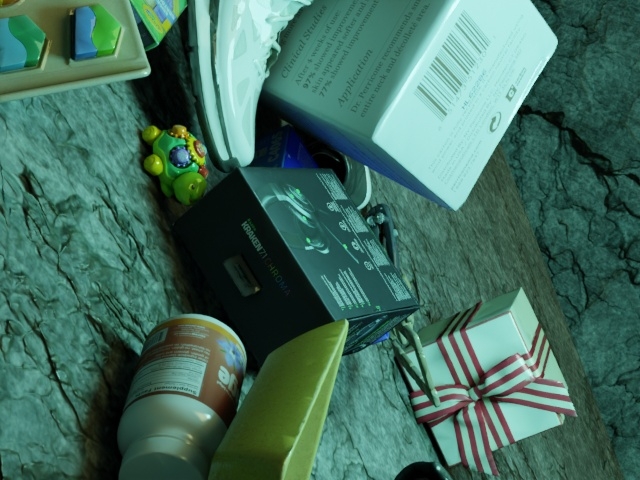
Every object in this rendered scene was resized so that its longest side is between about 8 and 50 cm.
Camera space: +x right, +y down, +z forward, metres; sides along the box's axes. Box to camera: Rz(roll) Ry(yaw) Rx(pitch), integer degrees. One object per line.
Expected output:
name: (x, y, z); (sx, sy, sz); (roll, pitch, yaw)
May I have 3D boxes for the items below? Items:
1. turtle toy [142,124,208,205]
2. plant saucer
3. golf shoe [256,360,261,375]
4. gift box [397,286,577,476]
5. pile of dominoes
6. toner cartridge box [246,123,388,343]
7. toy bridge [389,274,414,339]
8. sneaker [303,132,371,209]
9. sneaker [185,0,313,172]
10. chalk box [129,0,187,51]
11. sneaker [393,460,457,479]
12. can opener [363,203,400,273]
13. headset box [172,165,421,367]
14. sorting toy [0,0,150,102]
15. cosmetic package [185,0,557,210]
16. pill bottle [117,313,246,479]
turtle toy: (-0.183, -0.098, 1.724); (0.095, 0.066, 0.130); (43, 31, -49)
plant saucer: (-0.069, 0.280, 1.398); (0.332, 0.081, 0.332); (-62, 167, -66)
golf shoe: (-0.045, 0.157, 1.813); (0.086, 0.069, 0.176); (56, 23, -44)
gift box: (0.314, 0.258, 2.347); (0.276, 0.255, 0.258); (60, 18, 0)
pile of dominoes: (0.130, 0.118, 1.958); (0.251, 0.040, 0.196); (-131, -158, -72)
toner cartridge box: (0.000, 0.000, 2.078); (0.348, 0.075, 0.165); (56, 22, -29)
toy bridge: (0.150, 0.130, 2.394); (0.063, 0.026, 0.188); (63, 20, -19)
sneaker: (0.008, -0.195, 2.260); (0.147, 0.105, 0.295); (0, 73, -74)
sneaker: (-0.056, -0.320, 1.790); (0.169, 0.258, 0.447); (-125, -148, -84)
chalk box: (-0.271, -0.289, 1.609); (0.132, 0.132, 0.213); (60, 20, -20)
sneaker: (0.200, 0.430, 1.971); (0.483, 0.185, 0.202); (21, 54, -65)
can opener: (0.120, 0.016, 2.392); (0.073, 0.059, 0.186); (40, 33, -53)
headset box: (-0.030, 0.035, 1.746); (0.246, 0.131, 0.283); (57, 24, 13)
sorting toy: (-0.305, -0.261, 1.451); (0.208, 0.193, 0.038); (70, -23, 14)
cosmetic package: (0.083, -0.305, 2.003); (0.394, 0.329, 0.327); (31, 0, 33)
pill bottle: (-0.152, 0.188, 1.415); (0.121, 0.121, 0.216); (56, 23, -28)
